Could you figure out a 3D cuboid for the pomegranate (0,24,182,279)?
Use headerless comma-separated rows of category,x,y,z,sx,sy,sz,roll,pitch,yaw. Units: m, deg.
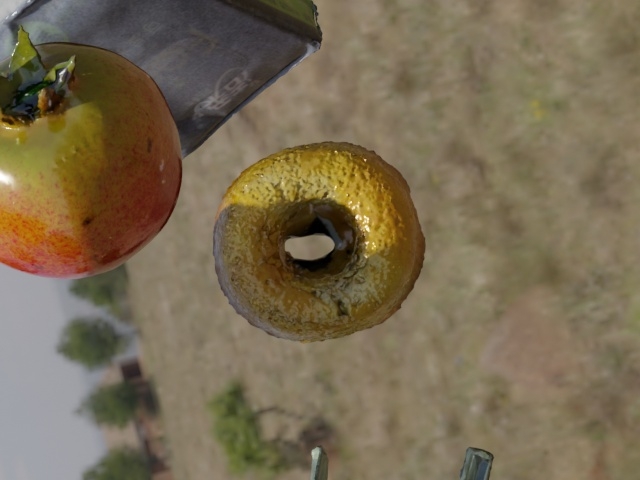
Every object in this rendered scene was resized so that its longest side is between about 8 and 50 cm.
pomegranate,-0.239,-0.081,1.516,0.256,0.221,0.221,65,-175,-56

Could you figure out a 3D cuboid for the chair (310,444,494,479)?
chair,0.089,0.317,1.311,0.203,0.190,0.274,47,-137,-45

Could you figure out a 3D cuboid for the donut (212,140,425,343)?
donut,-0.003,0.000,1.936,0.118,0.253,0.253,140,116,-83

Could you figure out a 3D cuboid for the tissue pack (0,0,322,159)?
tissue pack,-0.228,-0.258,2.029,0.394,0.288,0.124,19,-135,-48
